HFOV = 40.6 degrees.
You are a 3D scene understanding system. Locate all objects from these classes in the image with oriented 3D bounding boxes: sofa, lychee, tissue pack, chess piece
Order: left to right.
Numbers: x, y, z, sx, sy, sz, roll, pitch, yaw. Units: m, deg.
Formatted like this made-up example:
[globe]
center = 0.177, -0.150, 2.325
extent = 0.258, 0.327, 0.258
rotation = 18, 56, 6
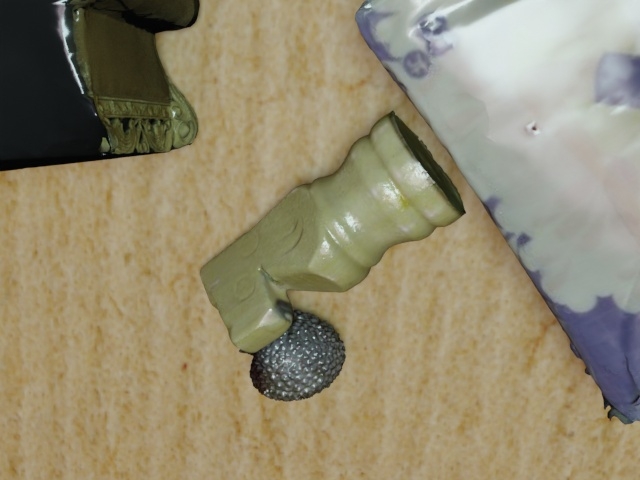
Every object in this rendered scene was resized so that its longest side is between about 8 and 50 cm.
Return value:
[sofa]
center = -0.218, -0.137, 0.565
extent = 0.259, 0.200, 0.181
rotation = -6, 95, 8
[lychee]
center = -0.022, 0.091, 0.675
extent = 0.083, 0.068, 0.067
rotation = 2, 150, 0
[chess piece]
center = 0.000, 0.000, 0.636
extent = 0.200, 0.090, 0.090
rotation = -36, 101, 17
[tissue pack]
center = 0.207, -0.081, 0.568
extent = 0.242, 0.125, 0.343
rotation = -32, 99, 14
